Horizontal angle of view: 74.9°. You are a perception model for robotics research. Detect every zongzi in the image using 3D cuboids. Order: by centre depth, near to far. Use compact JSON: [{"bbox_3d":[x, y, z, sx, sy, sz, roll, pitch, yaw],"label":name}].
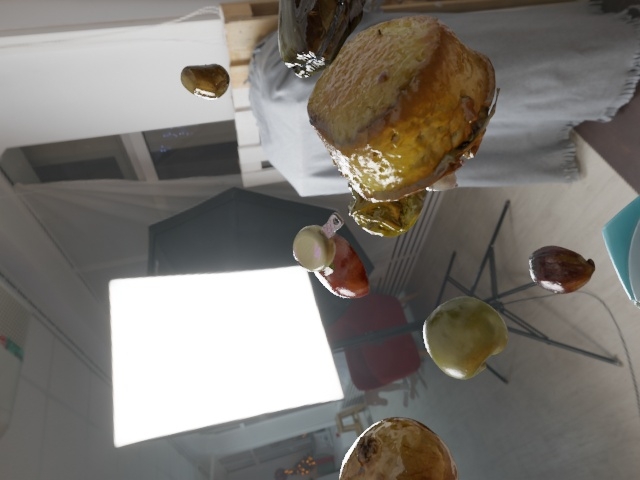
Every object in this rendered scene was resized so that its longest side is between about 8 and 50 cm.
[{"bbox_3d":[-0.031,-0.361,0.521,0.112,0.242,0.221,4,65,45],"label":"zongzi"}]

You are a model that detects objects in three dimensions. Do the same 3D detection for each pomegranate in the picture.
[{"bbox_3d":[0.154,0.482,0.843,0.248,0.248,0.248,169,90,-78],"label":"pomegranate"}]

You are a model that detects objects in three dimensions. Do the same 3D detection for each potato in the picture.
[{"bbox_3d":[-0.412,-0.571,1.506,0.137,0.176,0.137,43,139,52],"label":"potato"}]

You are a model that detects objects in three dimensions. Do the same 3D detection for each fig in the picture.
[{"bbox_3d":[1.048,0.130,1.848,0.263,0.224,0.224,26,128,55],"label":"fig"}]

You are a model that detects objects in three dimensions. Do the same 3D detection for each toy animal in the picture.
[{"bbox_3d":[0.479,-0.330,1.620,0.140,0.138,0.282,22,108,43],"label":"toy animal"}]

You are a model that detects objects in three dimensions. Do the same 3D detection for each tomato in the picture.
[{"bbox_3d":[0.062,0.128,1.787,0.338,0.143,0.338,52,163,24],"label":"tomato"}]

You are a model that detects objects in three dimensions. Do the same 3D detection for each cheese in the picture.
[{"bbox_3d":[0.000,0.000,1.231,0.137,0.064,0.227,48,134,11],"label":"cheese"}]

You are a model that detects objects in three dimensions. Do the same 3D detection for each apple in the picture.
[{"bbox_3d":[0.510,0.359,1.543,0.258,0.233,0.295,50,131,32],"label":"apple"}]

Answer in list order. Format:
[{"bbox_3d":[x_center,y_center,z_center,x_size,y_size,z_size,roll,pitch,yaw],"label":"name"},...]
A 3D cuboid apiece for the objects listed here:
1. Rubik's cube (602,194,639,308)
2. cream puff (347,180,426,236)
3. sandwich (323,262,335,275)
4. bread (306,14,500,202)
[{"bbox_3d":[1.102,0.030,1.192,0.352,0.347,0.351,122,162,-48],"label":"Rubik's cube"},{"bbox_3d":[0.207,-0.178,1.468,0.291,0.257,0.324,-160,75,-67],"label":"cream puff"},{"bbox_3d":[0.032,0.097,1.518,0.083,0.044,0.031,82,-162,-53],"label":"sandwich"},{"bbox_3d":[0.133,-0.253,0.793,0.337,0.204,0.358,-53,39,13],"label":"bread"}]
